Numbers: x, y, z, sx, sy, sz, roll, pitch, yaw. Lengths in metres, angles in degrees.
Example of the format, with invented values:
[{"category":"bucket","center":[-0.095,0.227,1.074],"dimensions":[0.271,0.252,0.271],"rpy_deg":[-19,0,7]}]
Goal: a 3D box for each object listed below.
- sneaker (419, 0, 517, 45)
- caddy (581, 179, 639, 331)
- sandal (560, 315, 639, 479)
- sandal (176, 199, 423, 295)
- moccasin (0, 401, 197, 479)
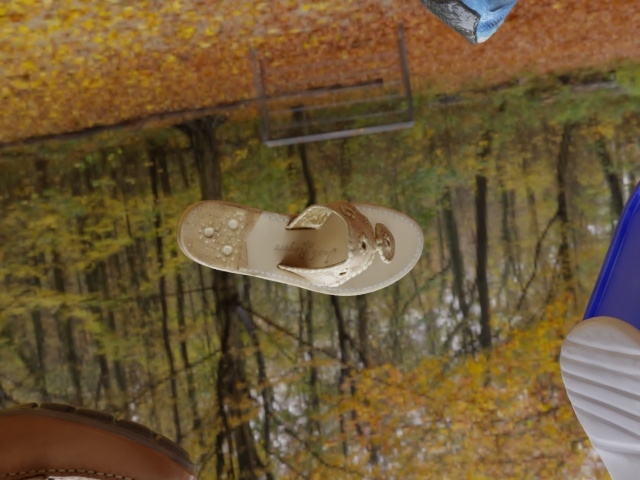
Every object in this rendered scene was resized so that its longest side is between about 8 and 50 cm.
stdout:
[{"category":"sneaker","center":[0.080,-0.150,0.330],"dimensions":[0.063,0.162,0.073],"rpy_deg":[32,156,-18]},{"category":"caddy","center":[0.400,0.075,0.811],"dimensions":[0.179,0.342,0.241],"rpy_deg":[11,-165,-15]},{"category":"sandal","center":[0.257,0.162,0.575],"dimensions":[0.076,0.265,0.102],"rpy_deg":[-26,-179,-41]},{"category":"sandal","center":[-0.001,0.007,0.737],"dimensions":[0.239,0.088,0.079],"rpy_deg":[5,-177,-22]},{"category":"moccasin","center":[-0.297,0.224,0.750],"dimensions":[0.379,0.147,0.139],"rpy_deg":[-1,152,5]}]
